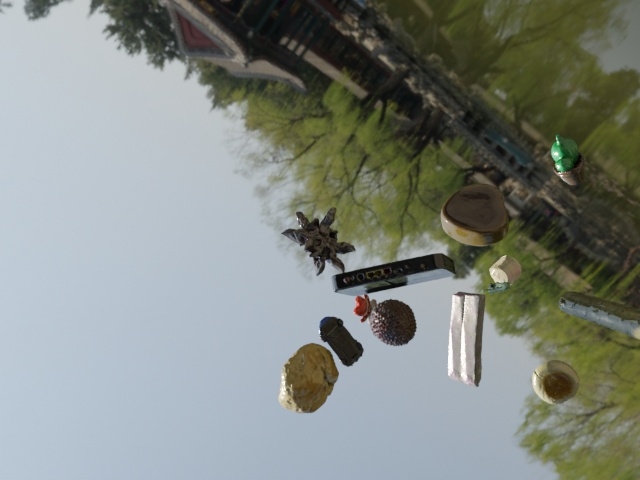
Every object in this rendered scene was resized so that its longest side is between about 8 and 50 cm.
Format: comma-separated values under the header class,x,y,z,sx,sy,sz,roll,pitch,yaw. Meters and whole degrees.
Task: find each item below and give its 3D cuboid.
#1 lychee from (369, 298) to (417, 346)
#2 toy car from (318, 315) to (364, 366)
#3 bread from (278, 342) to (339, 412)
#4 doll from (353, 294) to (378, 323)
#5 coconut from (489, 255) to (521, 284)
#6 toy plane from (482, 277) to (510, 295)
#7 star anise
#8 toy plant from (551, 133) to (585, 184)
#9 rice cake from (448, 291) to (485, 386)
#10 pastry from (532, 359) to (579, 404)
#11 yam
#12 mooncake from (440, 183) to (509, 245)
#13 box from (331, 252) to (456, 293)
class,x,y,z,sx,sy,sz,roll,pitch,yaw
lychee,0.271,0.304,2.039,0.188,0.188,0.188,35,-163,-12
toy car,0.067,0.359,1.985,0.216,0.103,0.063,52,166,-17
bread,-0.035,0.449,1.760,0.134,0.244,0.244,32,-167,26
doll,0.227,0.332,2.631,0.076,0.142,0.245,2,163,34
coconut,0.718,0.112,2.125,0.110,0.110,0.124,43,-131,16
toy plane,0.595,0.157,1.851,0.102,0.111,0.040,-9,-107,-27
star anise,-0.002,0.004,1.964,0.212,0.129,0.282,-27,-98,-31
toy plant,0.882,-0.288,1.979,0.200,0.105,0.143,47,-127,-27
rice cake,0.457,0.304,1.728,0.050,0.297,0.106,-9,-167,-43
pastry,0.816,0.488,1.917,0.156,0.156,0.092,38,-166,0
yam,0.770,0.203,1.367,0.083,0.083,0.371,26,177,-35
mooncake,0.542,-0.084,1.951,0.235,0.235,0.117,52,173,38
box,0.223,0.107,1.681,0.211,0.350,0.058,25,-125,-65
